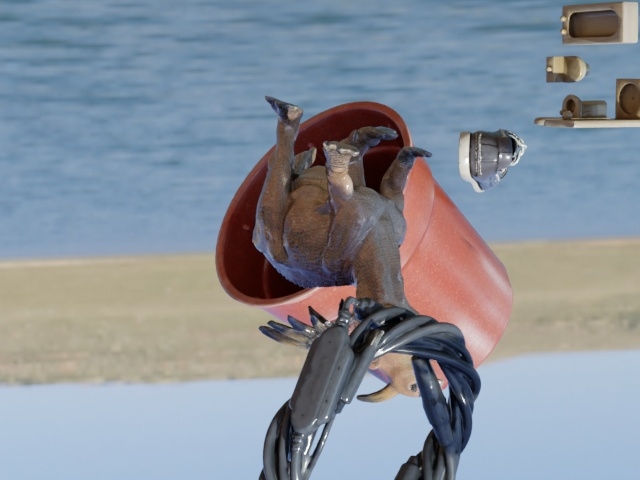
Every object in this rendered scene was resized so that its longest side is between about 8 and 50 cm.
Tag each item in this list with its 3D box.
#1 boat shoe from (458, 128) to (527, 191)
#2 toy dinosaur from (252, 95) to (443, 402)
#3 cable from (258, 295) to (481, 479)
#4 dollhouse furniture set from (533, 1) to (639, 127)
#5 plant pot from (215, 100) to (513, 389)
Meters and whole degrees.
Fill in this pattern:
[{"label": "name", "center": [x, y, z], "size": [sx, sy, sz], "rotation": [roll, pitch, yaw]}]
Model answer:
[{"label": "boat shoe", "center": [0.208, -0.095, 1.648], "size": [0.065, 0.075, 0.206], "rotation": [-1, 180, 16]}, {"label": "toy dinosaur", "center": [0.000, 0.000, 1.194], "size": [0.127, 0.200, 0.296], "rotation": [10, -165, -28]}, {"label": "cable", "center": [0.034, 0.134, 0.920], "size": [0.151, 0.184, 0.047], "rotation": [23, 172, -39]}, {"label": "dollhouse furniture set", "center": [0.314, -0.216, 1.735], "size": [0.123, 0.151, 0.144], "rotation": [-4, -172, -30]}, {"label": "plant pot", "center": [0.067, 0.029, 1.615], "size": [0.272, 0.272, 0.265], "rotation": [-3, 145, 46]}]
